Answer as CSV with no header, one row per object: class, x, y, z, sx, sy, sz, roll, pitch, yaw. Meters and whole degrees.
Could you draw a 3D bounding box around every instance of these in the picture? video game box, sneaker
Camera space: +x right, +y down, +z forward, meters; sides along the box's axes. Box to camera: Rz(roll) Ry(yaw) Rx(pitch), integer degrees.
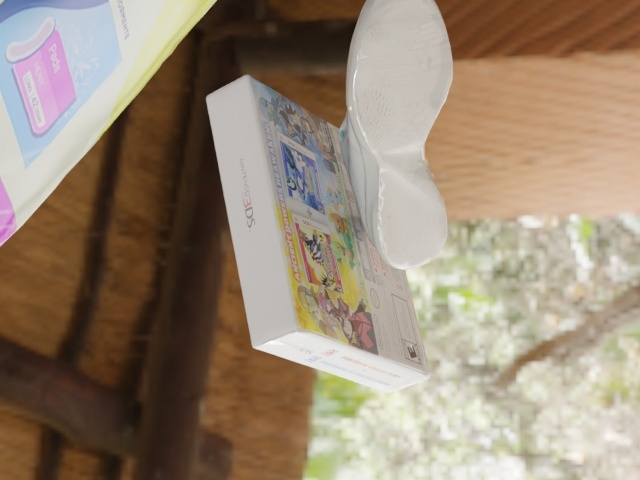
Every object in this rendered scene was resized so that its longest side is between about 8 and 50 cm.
video game box,0.000,0.000,1.144,0.187,0.048,0.205,28,-136,-55
sneaker,0.042,-0.088,1.102,0.094,0.080,0.212,-133,37,-57

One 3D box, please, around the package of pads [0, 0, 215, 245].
package of pads,-0.081,-0.133,0.303,0.296,0.101,0.229,-55,-27,-32
